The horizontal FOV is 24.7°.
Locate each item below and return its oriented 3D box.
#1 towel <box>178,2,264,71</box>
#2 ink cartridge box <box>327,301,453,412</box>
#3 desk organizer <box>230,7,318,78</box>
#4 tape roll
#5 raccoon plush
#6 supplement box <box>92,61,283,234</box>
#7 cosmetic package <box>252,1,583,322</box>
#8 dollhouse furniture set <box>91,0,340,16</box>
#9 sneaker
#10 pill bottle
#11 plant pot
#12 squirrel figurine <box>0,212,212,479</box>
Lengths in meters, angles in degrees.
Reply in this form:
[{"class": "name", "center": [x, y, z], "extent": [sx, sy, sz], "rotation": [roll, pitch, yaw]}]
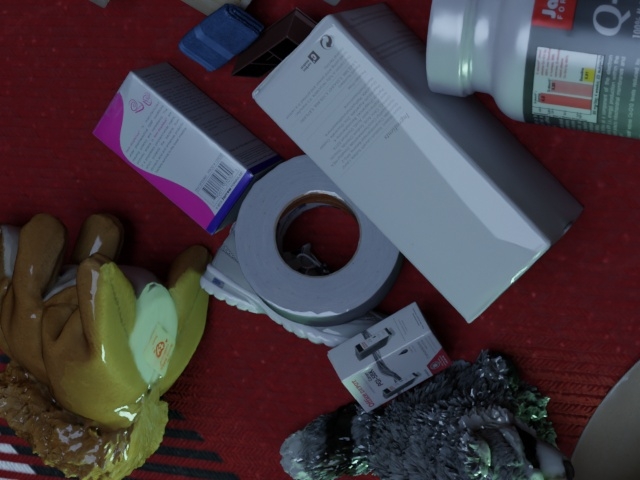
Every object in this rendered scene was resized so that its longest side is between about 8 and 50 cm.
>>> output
[{"class": "towel", "center": [-0.132, -0.269, 1.928], "extent": [0.067, 0.029, 0.119], "rotation": [34, 144, -23]}, {"class": "ink cartridge box", "center": [0.091, 0.154, 1.912], "extent": [0.135, 0.099, 0.056], "rotation": [-31, 51, 5]}, {"class": "desk organizer", "center": [-0.059, -0.246, 1.907], "extent": [0.047, 0.050, 0.130], "rotation": [35, 143, -24]}, {"class": "tape roll", "center": [0.000, 0.000, 1.913], "extent": [0.219, 0.072, 0.219], "rotation": [-1, 77, 6]}, {"class": "raccoon plush", "center": [0.116, 0.317, 1.877], "extent": [0.446, 0.299, 0.216], "rotation": [-26, 93, 25]}, {"class": "supplement box", "center": [-0.180, -0.128, 1.984], "extent": [0.220, 0.114, 0.111], "rotation": [40, 115, 6]}, {"class": "cosmetic package", "center": [0.129, -0.105, 1.814], "extent": [0.385, 0.217, 0.156], "rotation": [48, 115, 6]}, {"class": "dollhouse furniture set", "center": [-0.097, -0.396, 1.916], "extent": [0.303, 0.173, 0.355], "rotation": [30, 144, -14]}, {"class": "sneaker", "center": [-0.021, 0.064, 1.974], "extent": [0.281, 0.105, 0.115], "rotation": [21, 97, 7]}, {"class": "pill bottle", "center": [0.316, -0.229, 1.691], "extent": [0.363, 0.210, 0.210], "rotation": [9, 107, 13]}, {"class": "plant pot", "center": [0.484, 0.298, 1.777], "extent": [0.274, 0.256, 0.256], "rotation": [36, 114, -8]}, {"class": "squirrel figurine", "center": [-0.384, 0.149, 2.056], "extent": [0.370, 0.281, 0.397], "rotation": [10, 105, 26]}]
